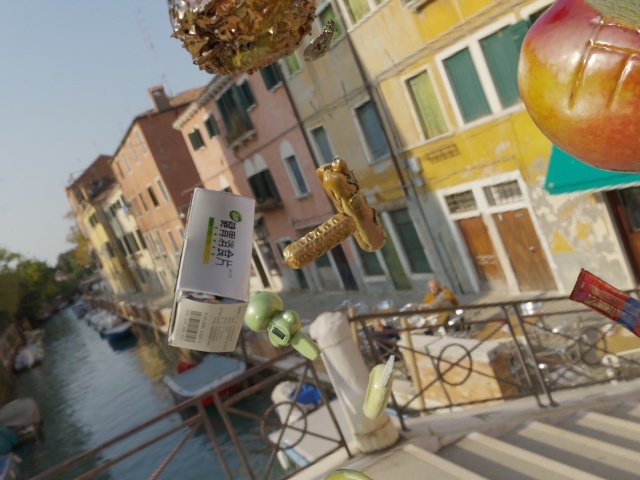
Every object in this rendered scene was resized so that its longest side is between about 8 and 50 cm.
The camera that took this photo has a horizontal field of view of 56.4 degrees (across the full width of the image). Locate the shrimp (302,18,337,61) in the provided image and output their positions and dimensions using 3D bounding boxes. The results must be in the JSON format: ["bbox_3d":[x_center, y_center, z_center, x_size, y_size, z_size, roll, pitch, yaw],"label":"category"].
[{"bbox_3d":[0.003,-0.611,1.838,0.101,0.042,0.190,-26,-10,-30],"label":"shrimp"}]

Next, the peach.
[{"bbox_3d":[0.399,-0.197,0.742,0.249,0.245,0.275,-39,48,-14],"label":"peach"}]

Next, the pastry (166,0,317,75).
[{"bbox_3d":[-0.203,-0.557,1.378,0.337,0.405,0.292,-42,-21,4],"label":"pastry"}]

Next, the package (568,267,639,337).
[{"bbox_3d":[0.676,0.146,1.384,0.083,0.201,0.022,-61,0,-9],"label":"package"}]

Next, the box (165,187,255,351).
[{"bbox_3d":[-0.231,0.060,1.278,0.145,0.173,0.332,10,42,-12],"label":"box"}]

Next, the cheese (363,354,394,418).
[{"bbox_3d":[0.147,0.330,1.405,0.050,0.127,0.255,14,-34,3],"label":"cheese"}]

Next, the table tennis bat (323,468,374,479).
[{"bbox_3d":[0.089,0.542,0.935,0.054,0.368,0.224,-8,-9,-42],"label":"table tennis bat"}]

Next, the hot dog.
[{"bbox_3d":[0.070,-0.073,1.242,0.072,0.269,0.109,-33,45,-1],"label":"hot dog"}]

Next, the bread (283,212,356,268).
[{"bbox_3d":[0.000,0.000,1.144,0.157,0.052,0.044,-33,-7,-13],"label":"bread"}]

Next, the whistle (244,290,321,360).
[{"bbox_3d":[-0.119,0.257,1.859,0.141,0.294,0.141,-58,0,-1],"label":"whistle"}]
